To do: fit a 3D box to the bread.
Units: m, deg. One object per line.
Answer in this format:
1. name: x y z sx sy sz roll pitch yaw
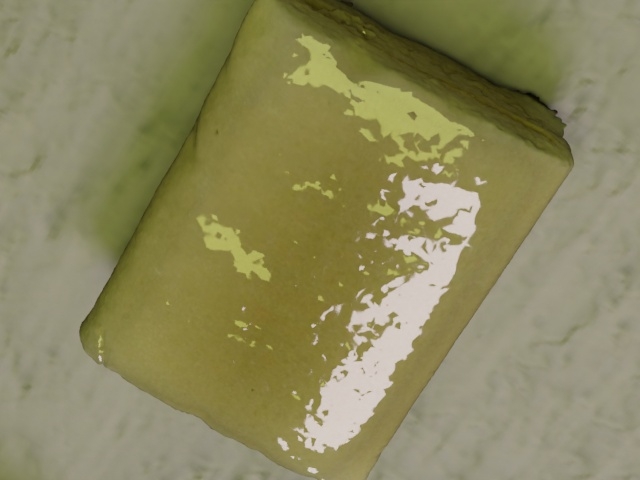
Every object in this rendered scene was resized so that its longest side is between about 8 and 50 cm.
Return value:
1. bread: 0.000 0.000 0.599 0.139 0.060 0.178 30 116 -6
